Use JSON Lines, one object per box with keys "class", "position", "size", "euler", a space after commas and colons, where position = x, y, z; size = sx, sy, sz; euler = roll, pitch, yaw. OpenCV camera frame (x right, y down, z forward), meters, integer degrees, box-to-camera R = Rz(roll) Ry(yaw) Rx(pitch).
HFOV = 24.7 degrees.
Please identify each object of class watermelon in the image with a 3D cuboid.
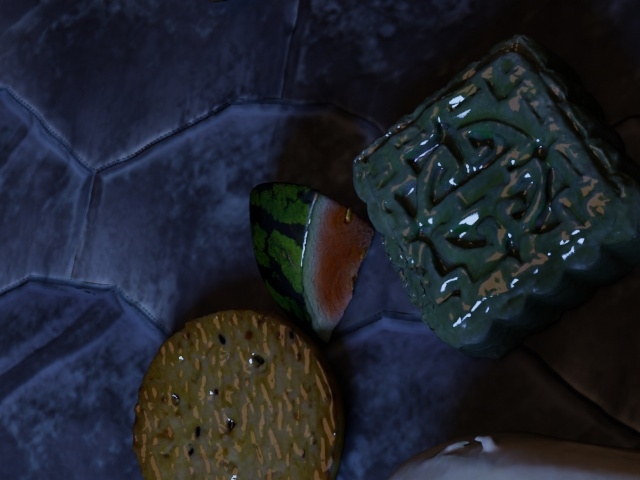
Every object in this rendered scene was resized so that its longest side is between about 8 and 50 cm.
{"class": "watermelon", "position": [0.000, 0.000, 1.111], "size": [0.094, 0.135, 0.125], "euler": [-11, 63, -15]}

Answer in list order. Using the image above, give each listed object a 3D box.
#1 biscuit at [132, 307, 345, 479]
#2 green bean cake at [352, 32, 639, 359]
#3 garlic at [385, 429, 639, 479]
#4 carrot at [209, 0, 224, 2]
{"class": "biscuit", "position": [-0.063, 0.144, 1.123], "size": [0.187, 0.027, 0.188], "euler": [-4, 81, 29]}
{"class": "green bean cake", "position": [0.130, -0.030, 1.054], "size": [0.185, 0.094, 0.183], "euler": [-37, 64, 18]}
{"class": "garlic", "position": [0.186, 0.230, 0.905], "size": [0.313, 0.286, 0.249], "euler": [-10, 27, 18]}
{"class": "carrot", "position": [-0.006, -0.276, 1.207], "size": [0.248, 0.059, 0.059], "euler": [-32, 64, 11]}
